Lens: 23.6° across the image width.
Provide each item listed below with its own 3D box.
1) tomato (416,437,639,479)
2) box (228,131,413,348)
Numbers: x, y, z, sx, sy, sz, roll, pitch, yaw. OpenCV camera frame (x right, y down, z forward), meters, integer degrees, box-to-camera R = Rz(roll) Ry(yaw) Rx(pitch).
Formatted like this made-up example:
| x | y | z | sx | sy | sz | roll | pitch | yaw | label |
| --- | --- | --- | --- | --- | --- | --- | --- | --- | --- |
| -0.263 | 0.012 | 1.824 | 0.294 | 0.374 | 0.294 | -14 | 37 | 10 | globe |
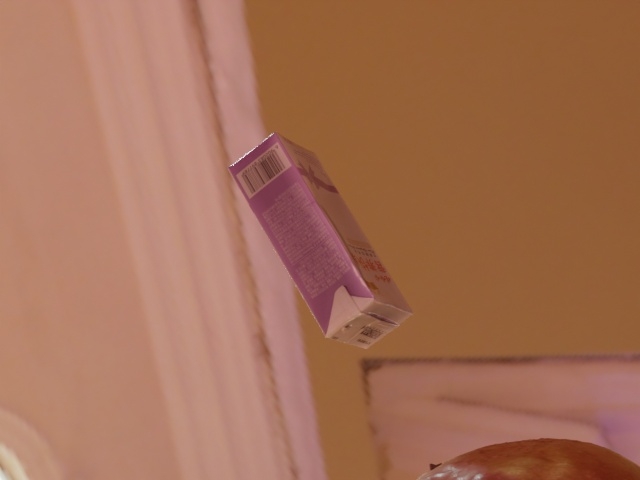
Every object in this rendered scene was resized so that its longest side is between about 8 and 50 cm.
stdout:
| x | y | z | sx | sy | sz | roll | pitch | yaw | label |
| --- | --- | --- | --- | --- | --- | --- | --- | --- | --- |
| 0.164 | 0.291 | 1.106 | 0.239 | 0.303 | 0.303 | -4 | -73 | 64 | tomato |
| 0.000 | 0.000 | 0.814 | 0.036 | 0.051 | 0.117 | -39 | -115 | 16 | box |
